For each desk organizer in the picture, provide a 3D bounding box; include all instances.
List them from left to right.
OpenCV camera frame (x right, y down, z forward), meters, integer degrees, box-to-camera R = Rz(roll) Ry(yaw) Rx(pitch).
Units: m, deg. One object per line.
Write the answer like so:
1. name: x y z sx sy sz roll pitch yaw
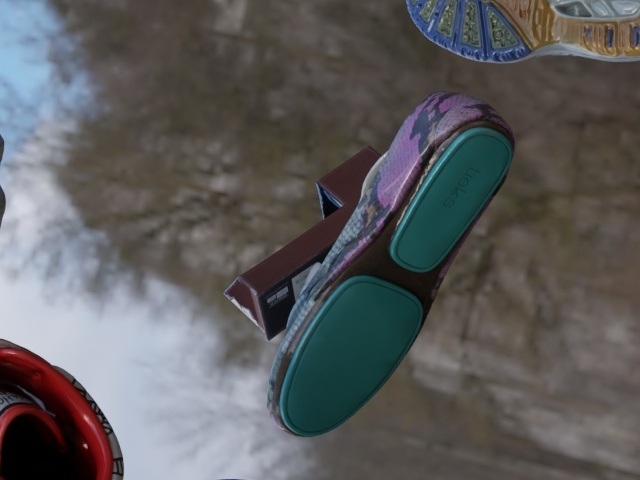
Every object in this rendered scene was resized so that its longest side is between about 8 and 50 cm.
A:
1. desk organizer: 0.000 0.000 1.236 0.130 0.050 0.047 -35 -37 -19

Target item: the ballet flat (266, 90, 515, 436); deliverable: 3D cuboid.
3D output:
1. ballet flat: 0.033 0.011 1.144 0.221 0.077 0.079 -59 32 8

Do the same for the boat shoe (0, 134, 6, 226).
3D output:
1. boat shoe: -0.361 -0.049 1.867 0.302 0.109 0.094 -117 46 -65

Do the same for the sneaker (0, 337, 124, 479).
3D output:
1. sneaker: -0.201 0.077 1.020 0.090 0.270 0.145 -33 -23 -34

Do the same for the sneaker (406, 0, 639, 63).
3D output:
1. sneaker: 0.228 -0.214 1.880 0.131 0.296 0.111 4 -82 -61

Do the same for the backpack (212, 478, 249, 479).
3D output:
1. backpack: -0.040 0.312 1.550 0.276 0.263 0.213 -64 7 -5
